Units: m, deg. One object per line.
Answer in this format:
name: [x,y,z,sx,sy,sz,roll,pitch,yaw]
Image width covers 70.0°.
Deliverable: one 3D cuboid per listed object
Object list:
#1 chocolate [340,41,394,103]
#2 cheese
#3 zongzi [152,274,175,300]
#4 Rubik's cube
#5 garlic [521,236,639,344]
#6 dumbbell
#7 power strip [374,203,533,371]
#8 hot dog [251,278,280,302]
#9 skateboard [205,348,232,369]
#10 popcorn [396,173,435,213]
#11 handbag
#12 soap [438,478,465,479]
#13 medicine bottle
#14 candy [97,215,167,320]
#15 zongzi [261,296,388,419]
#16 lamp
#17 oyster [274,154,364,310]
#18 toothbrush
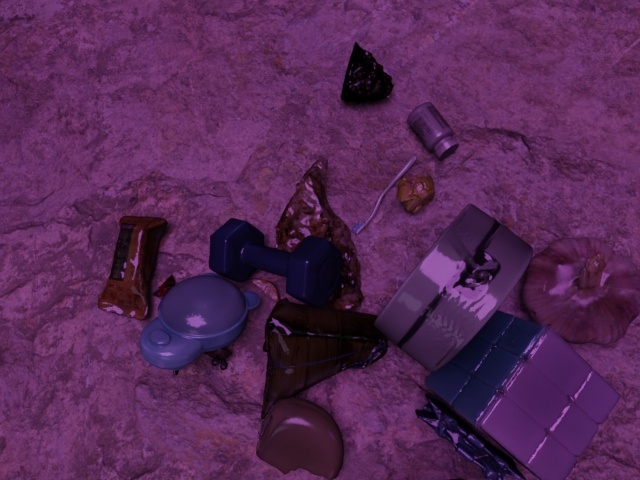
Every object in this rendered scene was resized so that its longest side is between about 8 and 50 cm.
chocolate: [0.134,-0.432,1.233,0.133,0.156,0.156,14,77,-8]
cheese: [-0.037,0.449,1.019,0.202,0.091,0.175,30,103,2]
zongzi: [-0.411,0.139,1.201,0.073,0.067,0.083,-30,55,12]
Rubik's cube: [0.391,0.295,0.916,0.221,0.231,0.225,41,84,-10]
garlic: [0.561,0.090,0.968,0.244,0.253,0.245,-5,68,13]
dumbbell: [-0.110,0.047,1.071,0.324,0.144,0.160,13,105,32]
power strip: [0.270,0.092,0.948,0.161,0.357,0.357,39,84,13]
hot dog: [-0.134,0.120,1.168,0.090,0.030,0.034,38,82,15]
skateboard: [-0.291,0.259,1.145,0.151,0.067,0.080,18,70,16]
popcorn: [0.240,-0.120,1.146,0.096,0.109,0.089,-15,107,39]
handbag: [0.304,0.418,0.954,0.229,0.179,0.062,37,84,17]
soap: [0.198,0.549,0.843,0.232,0.359,0.128,-9,71,6]
medicine bottle: [0.293,-0.282,1.185,0.079,0.079,0.140,-32,73,-1]
candy: [-0.496,0.067,1.203,0.143,0.101,0.272,7,82,7]
zongzi: [-0.002,0.302,1.074,0.285,0.138,0.300,10,101,-5]
lamp: [-0.293,0.184,1.077,0.209,0.147,0.284,22,55,26]
oyster: [-0.027,-0.005,1.150,0.204,0.111,0.397,-17,78,7]
toothbrush: [0.170,-0.118,1.191,0.026,0.022,0.263,40,84,3]
